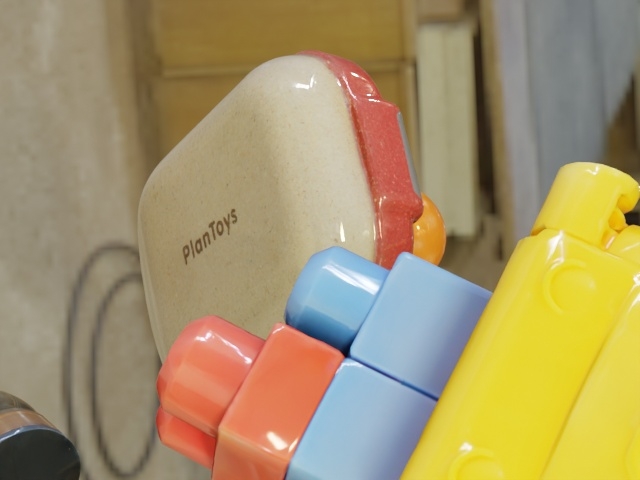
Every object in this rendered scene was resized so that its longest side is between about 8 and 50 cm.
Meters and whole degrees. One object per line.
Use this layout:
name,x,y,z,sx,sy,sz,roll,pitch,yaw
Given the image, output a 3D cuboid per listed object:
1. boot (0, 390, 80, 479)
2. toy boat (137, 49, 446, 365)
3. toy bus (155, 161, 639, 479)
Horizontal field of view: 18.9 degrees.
boot,-0.223,0.132,0.863,0.219,0.106,0.082,-29,126,-20
toy boat,0.000,0.000,1.042,0.151,0.231,0.151,0,67,-32
toy bus,0.062,0.079,0.479,0.220,0.211,0.149,93,22,-67
